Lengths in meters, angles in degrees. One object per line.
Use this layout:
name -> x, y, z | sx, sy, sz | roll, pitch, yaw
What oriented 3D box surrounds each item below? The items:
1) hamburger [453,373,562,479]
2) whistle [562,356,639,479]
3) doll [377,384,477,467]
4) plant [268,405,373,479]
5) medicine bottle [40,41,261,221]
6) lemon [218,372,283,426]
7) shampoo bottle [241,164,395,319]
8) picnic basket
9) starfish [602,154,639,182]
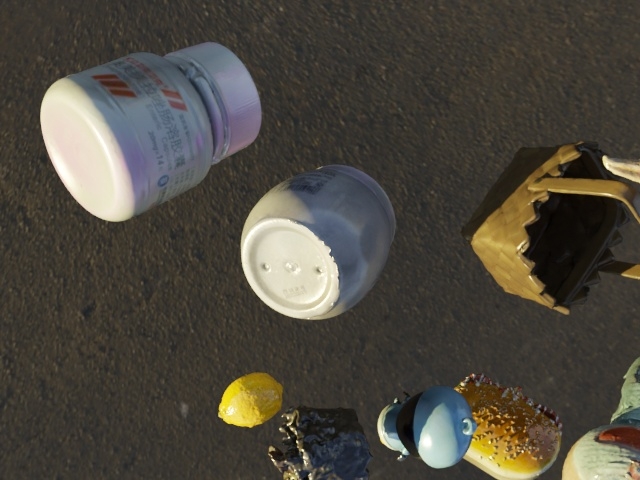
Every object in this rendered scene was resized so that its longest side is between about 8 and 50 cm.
hamburger -> 0.439, 0.461, 1.804 | 0.227, 0.295, 0.151 | -43, 149, -36
whistle -> 0.469, 0.295, 1.067 | 0.189, 0.189, 0.348 | 51, 57, -28
doll -> 0.243, 0.418, 1.653 | 0.141, 0.314, 0.177 | 12, 73, -26
plant -> -0.013, 0.463, 1.594 | 0.233, 0.178, 0.204 | -7, 117, -8
medicine bottle -> -0.288, -0.203, 1.292 | 0.324, 0.256, 0.256 | -31, 125, -36
lemon -> -0.154, 0.354, 1.627 | 0.155, 0.114, 0.114 | -22, 118, -1
shampoo bottle -> 0.000, 0.000, 1.428 | 0.273, 0.266, 0.273 | 14, 122, 24
picnic basket -> 0.466, -0.022, 1.351 | 0.254, 0.321, 0.291 | 48, 68, -32
starfish -> 0.651, -0.032, 1.077 | 0.383, 0.132, 0.398 | -15, 94, 18
